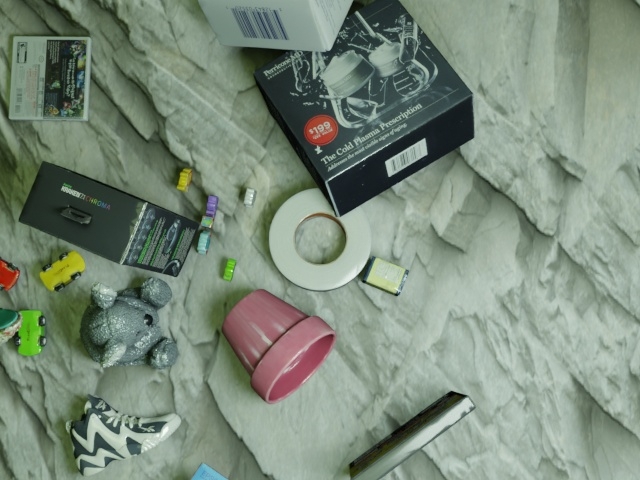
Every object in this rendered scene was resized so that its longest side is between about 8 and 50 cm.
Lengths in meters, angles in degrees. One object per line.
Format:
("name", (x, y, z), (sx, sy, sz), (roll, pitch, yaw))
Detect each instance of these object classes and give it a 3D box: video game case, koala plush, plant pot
("video game case", (0.176, 0.395, 1.810), (0.275, 0.248, 0.035), (-35, 83, -3))
("koala plush", (-0.412, 0.178, 1.852), (0.203, 0.221, 0.196), (-8, 84, 0))
("video game case", (-0.598, -0.359, 2.014), (0.173, 0.022, 0.190), (1, 83, 1))
("plant pot", (-0.098, 0.205, 1.873), (0.180, 0.201, 0.201), (42, 85, 20))

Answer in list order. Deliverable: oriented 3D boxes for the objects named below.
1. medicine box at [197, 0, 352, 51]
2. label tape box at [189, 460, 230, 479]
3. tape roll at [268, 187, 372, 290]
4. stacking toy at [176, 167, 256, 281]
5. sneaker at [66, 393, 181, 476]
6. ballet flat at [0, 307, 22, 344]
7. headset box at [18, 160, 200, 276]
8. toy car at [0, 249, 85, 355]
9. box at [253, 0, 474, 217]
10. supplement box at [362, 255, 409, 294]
("medicine box", (-0.068, -0.549, 1.880), (0.264, 0.149, 0.289), (9, 59, 25))
("label tape box", (-0.235, 0.651, 1.856), (0.241, 0.106, 0.333), (34, 84, 3))
("tape roll", (0.000, 0.000, 1.945), (0.219, 0.072, 0.219), (0, 83, 0))
("stacking toy", (-0.244, -0.032, 1.964), (0.167, 0.052, 0.221), (14, 86, 4))
("sneaker", (-0.422, 0.376, 1.893), (0.235, 0.094, 0.153), (-25, 93, 8))
("ballet flat", (-0.706, 0.190, 1.899), (0.241, 0.091, 0.077), (-4, 127, 25))
("headset box", (-0.419, -0.039, 1.819), (0.246, 0.283, 0.131), (22, 88, 15))
("toy car", (-0.617, 0.134, 1.943), (0.239, 0.053, 0.224), (-1, 84, 1))
("box", (0.091, -0.281, 1.880), (0.343, 0.179, 0.312), (-31, 65, -4))
("supplement box", (0.138, 0.077, 1.929), (0.083, 0.083, 0.056), (22, 85, 3))
